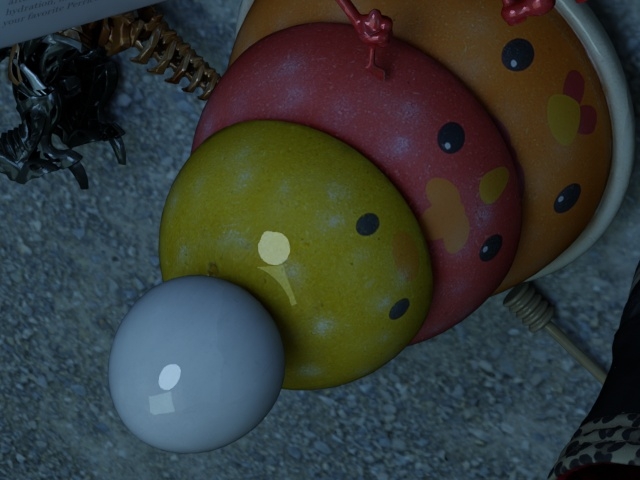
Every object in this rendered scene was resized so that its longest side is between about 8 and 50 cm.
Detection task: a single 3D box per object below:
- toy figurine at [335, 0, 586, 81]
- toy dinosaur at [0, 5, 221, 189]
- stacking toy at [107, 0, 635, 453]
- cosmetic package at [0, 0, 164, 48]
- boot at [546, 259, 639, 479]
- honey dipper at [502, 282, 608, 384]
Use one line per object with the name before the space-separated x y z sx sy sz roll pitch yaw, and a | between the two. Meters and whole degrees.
toy figurine | 0.152 -0.228 1.249 0.362 0.217 0.191 -22 104 5
toy dinosaur | -0.235 -0.169 1.712 0.322 0.164 0.218 31 122 38
stacking toy | 0.000 0.000 1.451 0.350 0.480 0.351 17 132 20
cosmetic package | -0.153 -0.360 1.398 0.161 0.230 0.453 53 143 22
boot | 0.371 0.140 1.464 0.377 0.284 0.138 16 131 23
honey dipper | 0.223 0.100 1.708 0.160 0.030 0.030 44 135 -8
